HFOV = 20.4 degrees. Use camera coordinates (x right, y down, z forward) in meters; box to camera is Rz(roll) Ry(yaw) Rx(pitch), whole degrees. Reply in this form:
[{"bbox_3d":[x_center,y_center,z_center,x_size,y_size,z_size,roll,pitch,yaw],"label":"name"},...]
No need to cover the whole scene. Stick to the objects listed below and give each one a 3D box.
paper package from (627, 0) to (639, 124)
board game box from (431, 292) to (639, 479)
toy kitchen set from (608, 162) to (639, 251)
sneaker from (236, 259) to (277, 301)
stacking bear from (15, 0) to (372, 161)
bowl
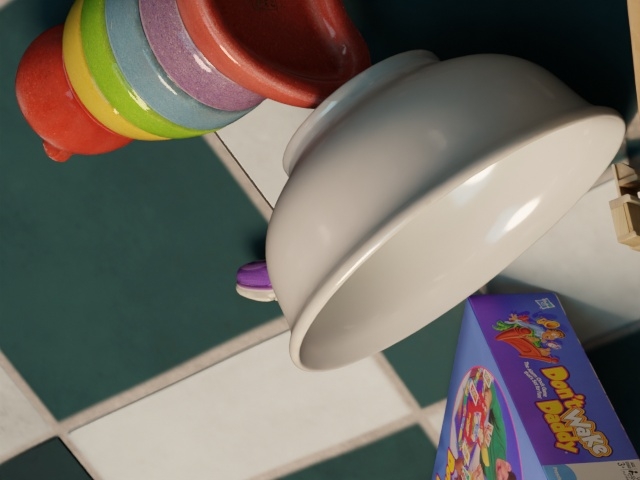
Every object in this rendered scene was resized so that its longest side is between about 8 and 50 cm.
[{"bbox_3d":[0.361,-0.116,1.107,0.309,0.168,0.325,14,127,40],"label":"paper package"},{"bbox_3d":[0.158,0.250,1.440,0.078,0.233,0.347,-2,126,-13],"label":"board game box"},{"bbox_3d":[0.264,-0.034,1.319,0.075,0.083,0.068,-24,67,34],"label":"toy kitchen set"},{"bbox_3d":[0.000,0.000,1.476,0.170,0.068,0.071,-24,93,25],"label":"sneaker"},{"bbox_3d":[-0.126,-0.146,1.371,0.289,0.164,0.175,-20,81,45],"label":"stacking bear"},{"bbox_3d":[0.066,-0.043,1.295,0.134,0.298,0.298,53,130,17],"label":"bowl"}]
